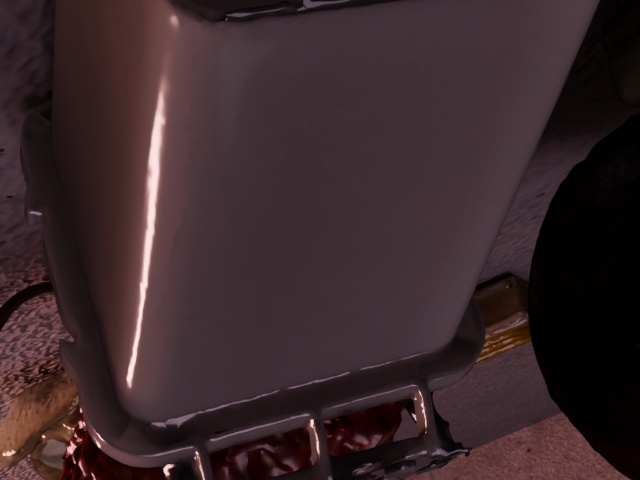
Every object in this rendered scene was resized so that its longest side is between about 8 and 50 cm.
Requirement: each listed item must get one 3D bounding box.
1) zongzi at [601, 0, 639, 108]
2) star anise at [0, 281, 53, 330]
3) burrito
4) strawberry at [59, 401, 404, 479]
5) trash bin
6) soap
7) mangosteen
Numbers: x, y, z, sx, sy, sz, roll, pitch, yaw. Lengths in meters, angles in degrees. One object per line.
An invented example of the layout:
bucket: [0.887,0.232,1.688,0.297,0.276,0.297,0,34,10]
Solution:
zongzi: [0.333,-0.176,0.718,0.242,0.112,0.221,-9,162,-47]
star anise: [-0.238,0.069,0.889,0.227,0.148,0.218,-40,131,-18]
burrito: [-0.209,0.182,1.137,0.332,0.135,0.190,-25,151,27]
strawberry: [-0.076,0.181,0.863,0.292,0.292,0.343,21,93,-60]
trash bin: [-0.015,-0.047,0.507,0.256,0.296,0.367,-11,153,-18]
soap: [0.194,0.143,1.463,0.257,0.080,0.160,-25,158,20]
mangosteen: [0.377,0.022,0.801,0.421,0.381,0.381,-44,170,-24]
